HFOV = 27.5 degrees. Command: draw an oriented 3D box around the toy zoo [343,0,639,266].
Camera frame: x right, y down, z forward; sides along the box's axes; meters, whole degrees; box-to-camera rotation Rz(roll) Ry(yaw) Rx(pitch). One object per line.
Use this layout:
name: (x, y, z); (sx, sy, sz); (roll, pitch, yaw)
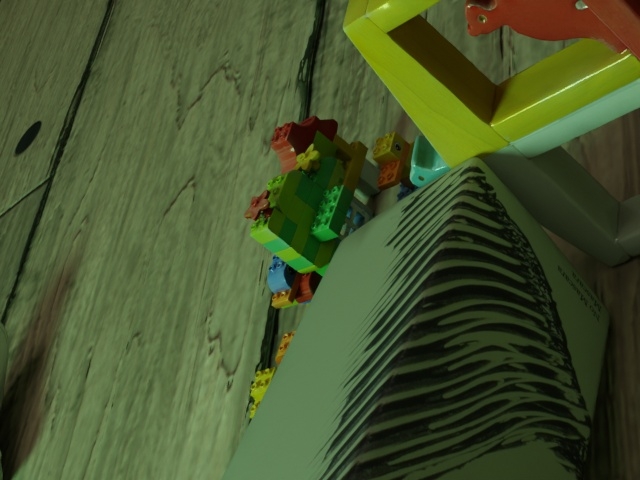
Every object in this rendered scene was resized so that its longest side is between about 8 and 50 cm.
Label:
toy zoo: (0.146, -0.082, 0.537); (0.293, 0.192, 0.030); (-26, 38, 39)

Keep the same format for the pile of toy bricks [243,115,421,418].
pile of toy bricks: (0.000, 0.000, 0.752); (0.118, 0.105, 0.212); (-21, 41, 44)

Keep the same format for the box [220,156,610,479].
box: (0.036, 0.088, 0.518); (0.094, 0.113, 0.275); (-33, 18, 32)

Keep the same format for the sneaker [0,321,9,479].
sneaker: (-0.280, 0.160, 1.026); (0.115, 0.090, 0.232); (-13, 56, 41)
